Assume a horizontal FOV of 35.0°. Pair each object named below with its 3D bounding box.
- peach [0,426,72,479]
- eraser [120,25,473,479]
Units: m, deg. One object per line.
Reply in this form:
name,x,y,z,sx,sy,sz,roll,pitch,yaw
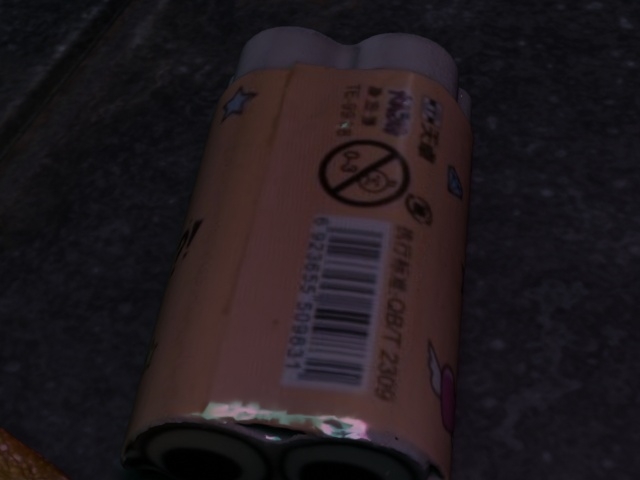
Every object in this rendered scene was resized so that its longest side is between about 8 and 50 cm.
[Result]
peach,-0.179,0.149,0.439,0.279,0.189,0.068,43,108,30
eraser,0.000,0.000,0.588,0.171,0.087,0.290,6,52,5
